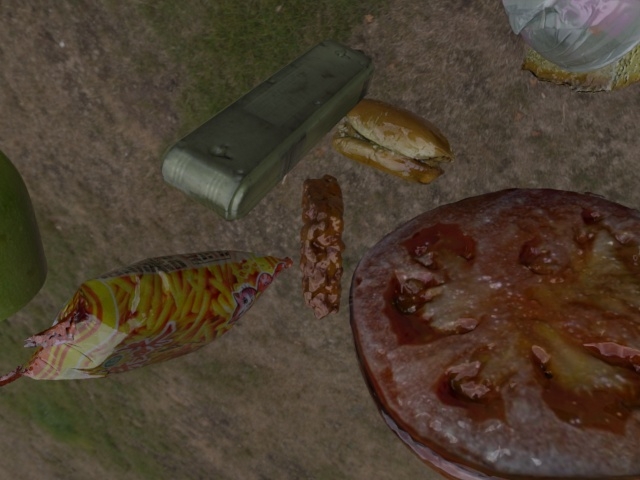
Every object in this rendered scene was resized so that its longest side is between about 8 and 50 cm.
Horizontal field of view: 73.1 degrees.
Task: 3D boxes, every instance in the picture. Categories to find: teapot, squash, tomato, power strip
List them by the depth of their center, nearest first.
[{"bbox_3d":[0.190,0.096,0.419,0.338,0.338,0.143,3,131,25],"label":"tomato"},{"bbox_3d":[-0.029,-0.157,0.516,0.092,0.387,0.066,30,139,8],"label":"power strip"},{"bbox_3d":[0.352,-0.343,0.554,0.178,0.163,0.221,10,149,-29],"label":"teapot"},{"bbox_3d":[-0.606,-0.021,0.728,0.210,0.233,0.309,4,135,-10],"label":"squash"}]

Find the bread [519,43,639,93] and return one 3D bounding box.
[{"bbox_3d":[0.773,-0.545,1.172,0.279,0.315,0.248,-11,124,-7],"label":"bread"}]

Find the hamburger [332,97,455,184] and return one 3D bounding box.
[{"bbox_3d":[0.145,-0.218,0.922,0.283,0.157,0.144,29,108,25],"label":"hamburger"}]

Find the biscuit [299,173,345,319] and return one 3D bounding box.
[{"bbox_3d":[0.000,0.000,1.123,0.111,0.318,0.312,-1,117,-4],"label":"biscuit"}]

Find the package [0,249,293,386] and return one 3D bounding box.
[{"bbox_3d":[-0.195,0.084,0.506,0.223,0.288,0.108,-39,68,34],"label":"package"}]
